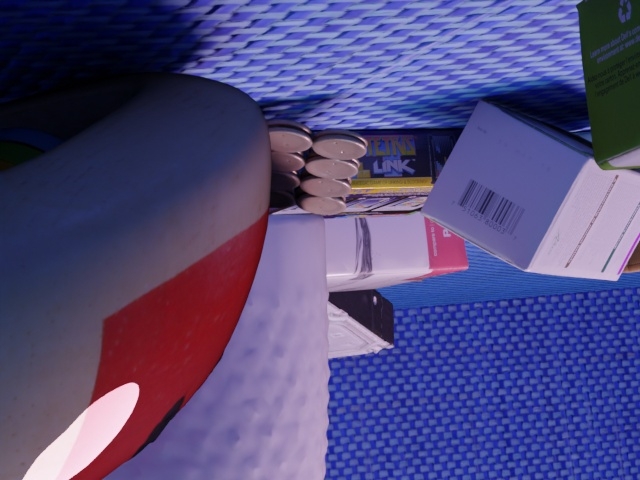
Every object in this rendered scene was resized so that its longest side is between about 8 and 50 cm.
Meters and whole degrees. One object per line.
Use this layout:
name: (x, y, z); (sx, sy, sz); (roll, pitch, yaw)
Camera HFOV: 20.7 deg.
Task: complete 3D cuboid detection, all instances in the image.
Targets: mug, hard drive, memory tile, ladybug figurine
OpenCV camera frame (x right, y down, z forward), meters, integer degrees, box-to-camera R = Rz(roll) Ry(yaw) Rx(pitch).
mug: (-0.125, 0.148, 1.264); (0.276, 0.328, 0.374); (-1, 180, 6)
hard drive: (-0.085, 0.067, 1.908); (0.237, 0.064, 0.339); (-8, 160, 21)
memory tile: (-0.030, -0.052, 1.202); (0.113, 0.012, 0.148); (7, 161, -5)
ladybug figurine: (-0.166, 0.032, 0.870); (0.305, 0.162, 0.449); (-12, -166, 21)

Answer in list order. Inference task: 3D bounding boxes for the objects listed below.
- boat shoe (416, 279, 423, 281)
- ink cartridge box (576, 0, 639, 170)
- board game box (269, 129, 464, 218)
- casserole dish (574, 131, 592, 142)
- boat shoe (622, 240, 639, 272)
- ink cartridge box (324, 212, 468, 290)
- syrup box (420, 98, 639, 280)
boat shoe: (-0.013, 0.057, 2.154); (0.305, 0.091, 0.109); (-5, 175, -12)
ink cartridge box: (0.262, -0.107, 0.840); (0.189, 0.097, 0.255); (-5, 172, -15)
board game box: (0.031, -0.050, 1.365); (0.170, 0.048, 0.141); (-2, 171, -32)
casserole dish: (0.261, -0.071, 1.489); (0.188, 0.037, 0.114); (-4, 173, -14)
boat shoe: (0.283, -0.029, 1.654); (0.096, 0.098, 0.277); (-10, -172, -21)
ink cartridge box: (0.000, 0.000, 1.607); (0.218, 0.092, 0.158); (-5, 174, -35)
syrup box: (0.174, -0.032, 1.308); (0.093, 0.096, 0.237); (31, -171, 23)
